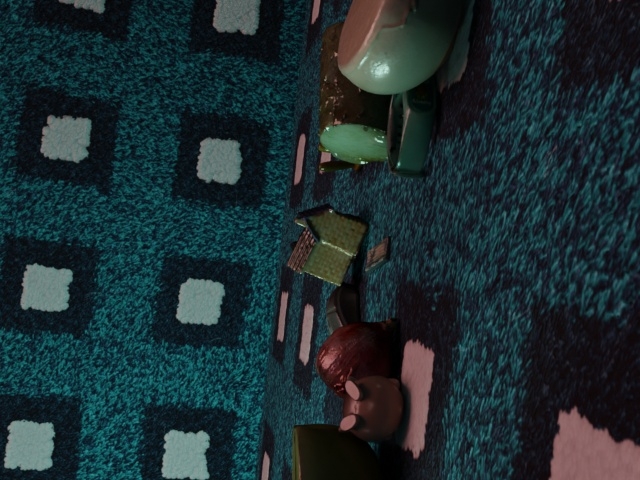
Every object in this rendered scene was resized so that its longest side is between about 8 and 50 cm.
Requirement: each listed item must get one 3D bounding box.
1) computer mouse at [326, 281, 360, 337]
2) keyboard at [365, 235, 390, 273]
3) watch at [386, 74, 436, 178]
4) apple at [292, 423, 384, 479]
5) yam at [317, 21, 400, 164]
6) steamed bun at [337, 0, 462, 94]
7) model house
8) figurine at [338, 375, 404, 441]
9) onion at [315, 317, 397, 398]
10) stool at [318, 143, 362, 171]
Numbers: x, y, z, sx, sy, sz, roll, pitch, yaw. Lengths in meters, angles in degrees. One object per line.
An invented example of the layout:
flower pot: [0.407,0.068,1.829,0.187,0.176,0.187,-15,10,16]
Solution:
computer mouse: [0.050,0.203,2.125,0.126,0.071,0.231,107,165,-49]
keyboard: [0.129,0.034,1.941,0.176,0.014,0.055,134,145,-74]
watch: [0.172,-0.229,1.689,0.195,0.068,0.237,106,167,-51]
apple: [-0.013,0.536,1.655,0.312,0.320,0.360,-10,77,40]
yam: [0.088,-0.336,1.909,0.195,0.195,0.300,123,151,-70]
steamed bun: [0.155,-0.393,1.550,0.283,0.177,0.283,-162,90,-75]
model house: [0.000,0.000,2.145,0.166,0.172,0.182,-143,74,-77]
figurine: [0.096,0.313,1.616,0.125,0.138,0.125,-10,74,38]
onion: [0.084,0.225,1.729,0.195,0.159,0.159,-53,14,6]
stool: [0.056,-0.244,2.269,0.135,0.111,0.134,-163,79,-82]
